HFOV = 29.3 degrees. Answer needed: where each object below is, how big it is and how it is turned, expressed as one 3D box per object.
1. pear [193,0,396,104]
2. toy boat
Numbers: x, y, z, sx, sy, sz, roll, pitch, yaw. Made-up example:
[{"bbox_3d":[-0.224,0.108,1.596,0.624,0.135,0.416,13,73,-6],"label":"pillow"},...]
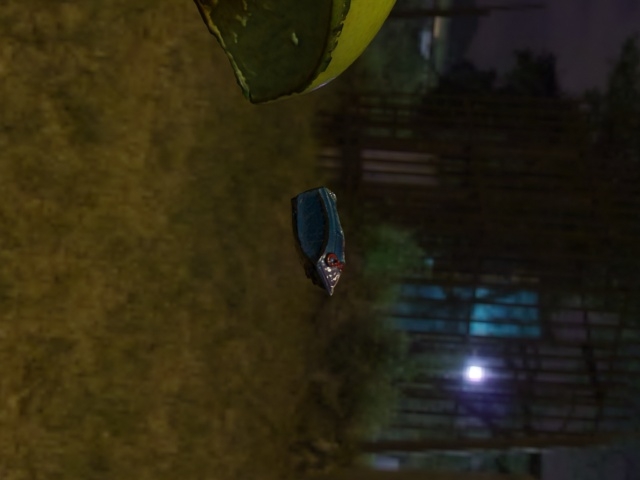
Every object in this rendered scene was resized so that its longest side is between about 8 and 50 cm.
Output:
[{"bbox_3d":[-0.007,-0.275,0.949,0.292,0.159,0.292,24,57,-43],"label":"pear"},{"bbox_3d":[0.000,0.000,0.818,0.038,0.038,0.083,95,-11,-54],"label":"toy boat"}]
